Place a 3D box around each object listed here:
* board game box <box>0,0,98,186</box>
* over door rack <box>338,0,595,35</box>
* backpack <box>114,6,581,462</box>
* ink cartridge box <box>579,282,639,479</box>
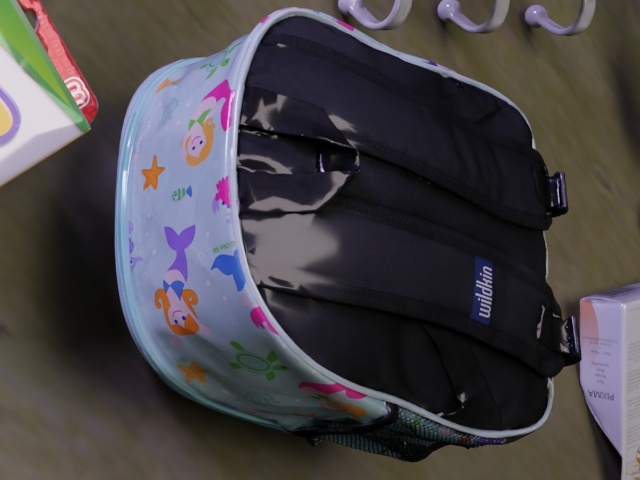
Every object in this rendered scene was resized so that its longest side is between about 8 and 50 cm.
[{"bbox_3d":[-0.221,-0.051,0.673,0.259,0.039,0.124,-39,108,-35],"label":"board game box"},{"bbox_3d":[0.110,-0.312,1.041,0.239,0.108,0.324,-7,105,-46],"label":"over door rack"},{"bbox_3d":[0.000,0.000,0.803,0.253,0.191,0.225,23,61,-48],"label":"backpack"},{"bbox_3d":[0.259,0.123,1.158,0.145,0.045,0.179,-9,104,-47],"label":"ink cartridge box"}]
